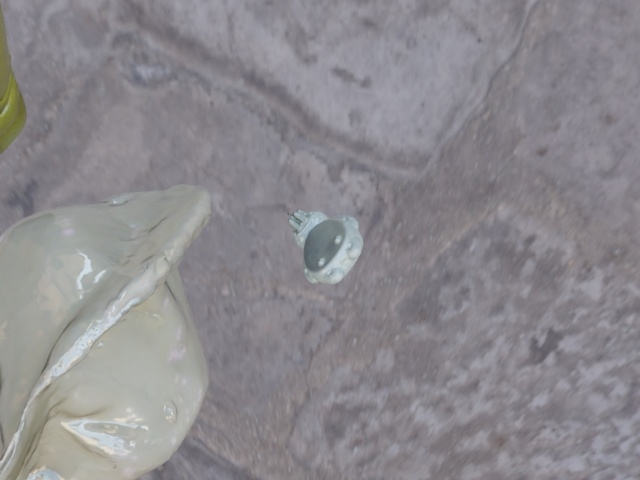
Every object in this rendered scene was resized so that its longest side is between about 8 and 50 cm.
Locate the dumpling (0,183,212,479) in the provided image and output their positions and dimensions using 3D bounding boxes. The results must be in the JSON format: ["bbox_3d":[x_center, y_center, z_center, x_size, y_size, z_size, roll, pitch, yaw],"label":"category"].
[{"bbox_3d":[-0.231,0.127,1.172,0.233,0.315,0.395,38,112,-1],"label":"dumpling"}]

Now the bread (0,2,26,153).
[{"bbox_3d":[-0.341,-0.164,1.162,0.166,0.383,0.112,13,67,-1],"label":"bread"}]

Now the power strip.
[{"bbox_3d":[0.000,0.000,1.010,0.035,0.083,0.055,34,96,-29],"label":"power strip"}]
